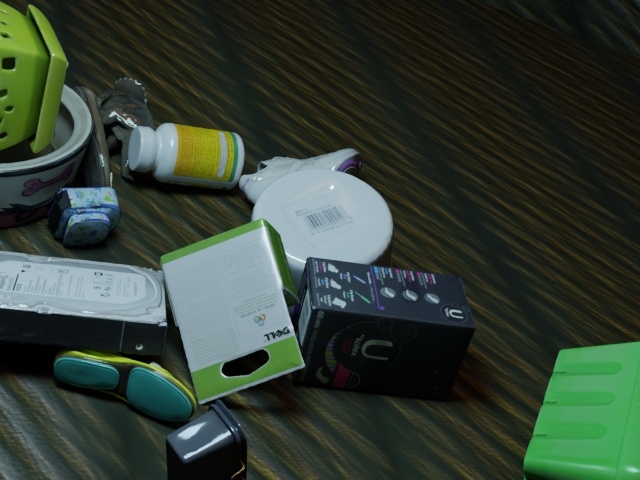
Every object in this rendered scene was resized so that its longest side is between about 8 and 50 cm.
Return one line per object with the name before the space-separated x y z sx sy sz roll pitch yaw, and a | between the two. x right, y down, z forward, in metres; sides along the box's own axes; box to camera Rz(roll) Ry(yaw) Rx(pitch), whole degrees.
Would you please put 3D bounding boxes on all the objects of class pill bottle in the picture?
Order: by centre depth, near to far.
pill bottle | -0.265 -0.167 2.085 0.208 0.117 0.117 5 34 -26

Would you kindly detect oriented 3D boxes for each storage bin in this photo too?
storage bin | -0.158 0.306 1.466 0.091 0.135 0.098 -23 48 -27

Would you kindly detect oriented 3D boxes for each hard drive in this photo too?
hard drive | -0.414 0.092 1.671 0.339 0.064 0.237 6 18 -11

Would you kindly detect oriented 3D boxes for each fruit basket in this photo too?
fruit basket | 0.504 0.344 1.564 0.392 0.282 0.392 -4 28 2

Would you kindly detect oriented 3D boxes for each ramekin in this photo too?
ramekin | 0.000 0.000 1.893 0.277 0.135 0.277 4 49 -4

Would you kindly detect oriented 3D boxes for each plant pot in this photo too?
plant pot | -0.558 -0.283 1.809 0.207 0.227 0.228 1 35 -29

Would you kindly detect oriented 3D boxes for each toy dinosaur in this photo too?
toy dinosaur | -0.405 -0.246 2.167 0.160 0.121 0.313 -15 38 -18

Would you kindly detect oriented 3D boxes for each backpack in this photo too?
backpack | -0.413 -0.042 1.887 0.114 0.105 0.084 -8 63 -32

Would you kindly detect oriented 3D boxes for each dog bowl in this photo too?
dog bowl | -0.628 -0.175 1.951 0.408 0.150 0.408 10 35 -7

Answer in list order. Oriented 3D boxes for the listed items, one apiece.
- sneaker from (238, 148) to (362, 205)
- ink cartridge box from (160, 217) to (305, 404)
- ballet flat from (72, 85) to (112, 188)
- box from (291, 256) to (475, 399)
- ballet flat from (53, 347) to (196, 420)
sneaker | -0.034 -0.138 2.155 0.152 0.114 0.305 35 39 26
ink cartridge box | -0.130 0.120 1.704 0.189 0.097 0.255 -20 70 9
ballet flat | -0.432 -0.189 2.051 0.058 0.084 0.249 4 58 -41
box | 0.096 0.145 1.751 0.270 0.165 0.143 7 34 -11
ballet flat | -0.288 0.205 1.608 0.231 0.077 0.077 17 20 6
